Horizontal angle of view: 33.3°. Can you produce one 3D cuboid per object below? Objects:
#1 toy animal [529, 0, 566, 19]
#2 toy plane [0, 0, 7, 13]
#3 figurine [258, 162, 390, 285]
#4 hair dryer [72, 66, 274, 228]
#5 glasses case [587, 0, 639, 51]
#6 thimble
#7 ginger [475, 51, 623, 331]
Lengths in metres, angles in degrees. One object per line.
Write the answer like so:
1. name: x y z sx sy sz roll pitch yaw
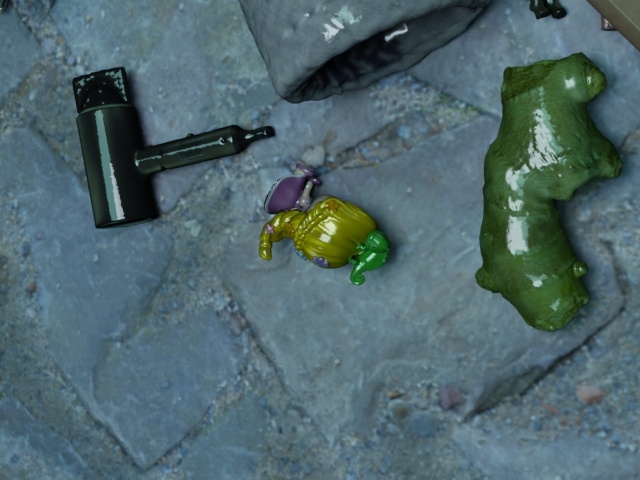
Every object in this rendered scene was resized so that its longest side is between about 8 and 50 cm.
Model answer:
1. toy animal: 0.270 -0.287 1.104 0.136 0.047 0.065 -32 72 28
2. toy plane: -0.390 -0.416 1.364 0.192 0.088 0.262 26 103 19
3. figurine: 0.000 0.000 1.211 0.156 0.095 0.115 37 95 22
4. hair dryer: -0.178 -0.131 1.308 0.248 0.078 0.195 -11 88 14
5. glasses case: 0.338 -0.227 1.060 0.193 0.070 0.102 44 83 -1
6. thimble: 0.040 -0.261 1.114 0.245 0.217 0.157 -24 84 3
7. ginger: 0.235 -0.052 1.113 0.137 0.089 0.290 12 94 4
